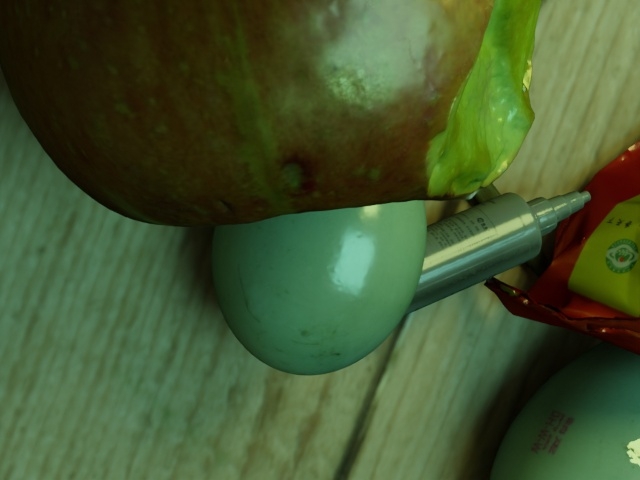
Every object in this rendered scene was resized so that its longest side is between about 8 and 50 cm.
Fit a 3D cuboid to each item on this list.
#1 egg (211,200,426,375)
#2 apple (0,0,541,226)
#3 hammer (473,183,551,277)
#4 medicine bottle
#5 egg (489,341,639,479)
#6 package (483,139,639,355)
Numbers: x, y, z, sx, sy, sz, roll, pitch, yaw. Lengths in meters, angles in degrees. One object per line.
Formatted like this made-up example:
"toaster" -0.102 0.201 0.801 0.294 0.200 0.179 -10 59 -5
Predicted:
"egg" 0.000 0.000 1.329 0.149 0.149 0.192 12 98 -40
"apple" -0.028 -0.162 1.129 0.339 0.339 0.340 -15 116 -33
"hammer" 0.151 -0.021 1.528 0.062 0.013 0.199 -50 130 -11
"medicine bottle" 0.129 0.000 1.476 0.199 0.057 0.058 -23 120 -22
"egg" 0.247 0.186 1.572 0.264 0.183 0.183 -53 130 -18
"package" 0.349 -0.029 1.550 0.423 0.196 0.123 -38 126 -23
